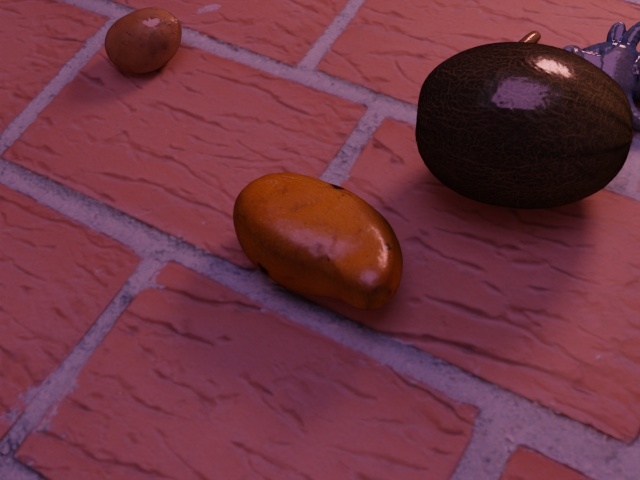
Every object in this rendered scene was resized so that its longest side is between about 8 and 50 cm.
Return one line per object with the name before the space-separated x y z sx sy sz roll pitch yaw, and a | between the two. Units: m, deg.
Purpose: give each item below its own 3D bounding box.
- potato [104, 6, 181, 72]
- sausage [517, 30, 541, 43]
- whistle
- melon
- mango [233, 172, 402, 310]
potato | -0.316 -0.364 1.533 0.147 0.112 0.112 -17 56 7
sausage | 0.324 -0.313 1.437 0.132 0.024 0.024 -41 60 -15
whistle | 0.480 -0.260 1.338 0.269 0.093 0.180 4 82 12
melon | 0.289 -0.164 1.219 0.302 0.237 0.237 9 59 12
mango | -0.001 0.003 1.233 0.295 0.120 0.177 35 61 25
